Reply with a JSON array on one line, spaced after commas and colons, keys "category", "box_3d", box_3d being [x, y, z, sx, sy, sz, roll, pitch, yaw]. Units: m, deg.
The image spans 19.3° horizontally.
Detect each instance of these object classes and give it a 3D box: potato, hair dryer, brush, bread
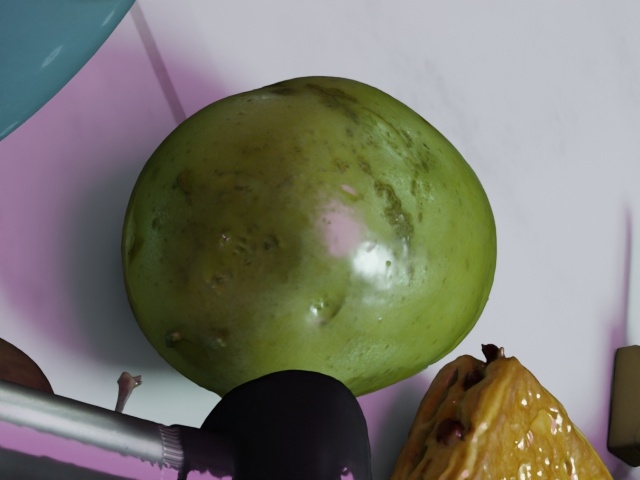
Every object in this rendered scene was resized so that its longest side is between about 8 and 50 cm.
[{"category": "potato", "box_3d": [0.002, 0.002, 1.226, 0.304, 0.216, 0.215, 1, 77, -48]}, {"category": "hair dryer", "box_3d": [-0.167, 0.181, 0.964, 0.320, 0.284, 0.155, 9, 26, -24]}, {"category": "brush", "box_3d": [0.315, 0.081, 1.659, 0.047, 0.103, 0.233, 38, 49, -40]}, {"category": "bread", "box_3d": [0.132, 0.215, 1.396, 0.235, 0.099, 0.210, 55, 44, -30]}]

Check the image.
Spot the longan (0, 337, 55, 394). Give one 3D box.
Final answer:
[{"category": "longan", "box_3d": [-0.203, 0.101, 1.019, 0.119, 0.106, 0.106, -45, 112, -43]}]

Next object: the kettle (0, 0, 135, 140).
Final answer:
[{"category": "kettle", "box_3d": [-0.192, -0.158, 0.936, 0.319, 0.342, 0.247, -31, 101, -51]}]

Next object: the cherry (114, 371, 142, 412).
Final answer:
[{"category": "cherry", "box_3d": [-0.091, 0.201, 1.115, 0.148, 0.115, 0.188, 24, 51, -19]}]
